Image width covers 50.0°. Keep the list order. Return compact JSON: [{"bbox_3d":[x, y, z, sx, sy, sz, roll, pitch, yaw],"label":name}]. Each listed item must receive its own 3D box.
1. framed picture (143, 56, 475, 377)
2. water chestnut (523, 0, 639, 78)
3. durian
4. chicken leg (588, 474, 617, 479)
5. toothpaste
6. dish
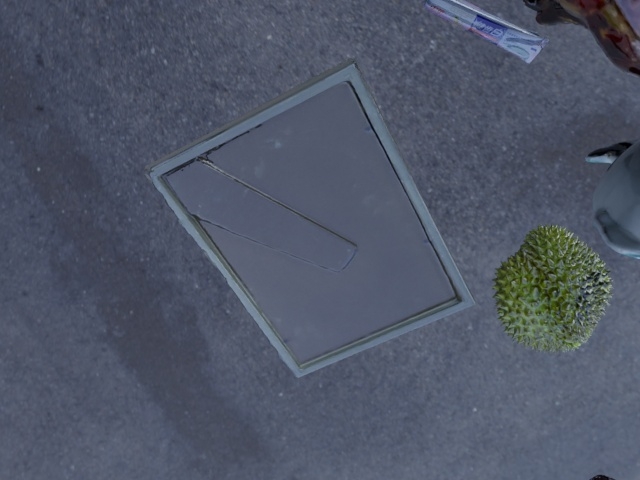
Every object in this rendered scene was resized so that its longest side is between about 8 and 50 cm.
[{"bbox_3d":[0.000,0.000,0.714,0.232,0.024,0.315,-24,121,12],"label":"framed picture"},{"bbox_3d":[0.293,-0.274,0.563,0.289,0.289,0.244,-33,168,5],"label":"water chestnut"},{"bbox_3d":[0.335,0.064,0.998,0.146,0.159,0.198,29,71,-28],"label":"durian"},{"bbox_3d":[0.337,0.375,0.786,0.093,0.205,0.053,-11,142,13],"label":"chicken leg"},{"bbox_3d":[0.188,-0.263,0.822,0.170,0.028,0.045,25,148,-4],"label":"toothpaste"},{"bbox_3d":[0.346,-0.062,0.623,0.224,0.246,0.078,-15,125,-9],"label":"dish"}]
